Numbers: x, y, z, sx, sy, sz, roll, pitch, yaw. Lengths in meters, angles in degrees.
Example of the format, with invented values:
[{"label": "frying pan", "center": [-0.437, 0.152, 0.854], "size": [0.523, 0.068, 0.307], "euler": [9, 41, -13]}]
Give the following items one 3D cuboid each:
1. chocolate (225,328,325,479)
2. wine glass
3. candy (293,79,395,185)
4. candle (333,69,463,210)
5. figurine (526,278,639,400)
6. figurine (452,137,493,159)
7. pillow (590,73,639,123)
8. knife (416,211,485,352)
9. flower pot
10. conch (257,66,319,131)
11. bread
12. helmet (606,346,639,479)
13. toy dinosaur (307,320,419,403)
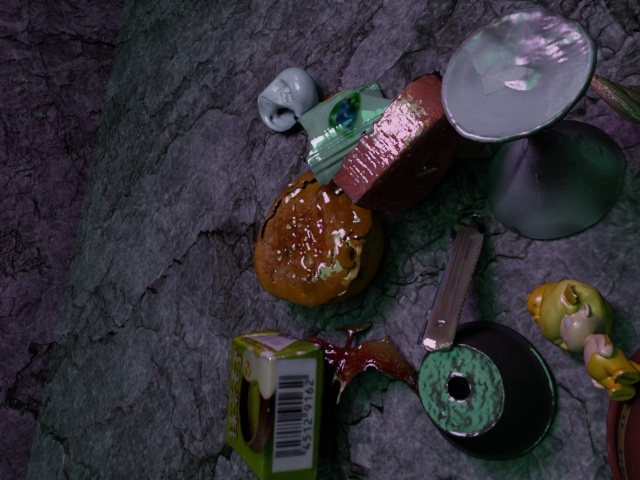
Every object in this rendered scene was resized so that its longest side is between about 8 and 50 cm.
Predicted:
[{"label": "chocolate", "center": [-0.120, 0.378, 1.027], "size": [0.288, 0.136, 0.301], "euler": [-4, 80, 60]}, {"label": "wine glass", "center": [0.375, -0.179, 0.748], "size": [0.267, 0.406, 0.267], "euler": [-11, 70, 31]}, {"label": "candy", "center": [0.069, -0.309, 1.120], "size": [0.262, 0.172, 0.398], "euler": [-24, 24, 8]}, {"label": "candle", "center": [0.169, -0.164, 0.886], "size": [0.287, 0.317, 0.131], "euler": [-29, 66, -17]}, {"label": "figurine", "center": [0.449, 0.152, 0.732], "size": [0.131, 0.156, 0.246], "euler": [-9, 33, 4]}, {"label": "figurine", "center": [0.328, -0.248, 0.989], "size": [0.137, 0.125, 0.125], "euler": [6, 79, 28]}, {"label": "pillow", "center": [0.568, -0.242, 0.760], "size": [0.034, 0.211, 0.135], "euler": [-60, 44, 46]}, {"label": "knife", "center": [0.271, 0.076, 0.878], "size": [0.089, 0.043, 0.365], "euler": [-8, 40, 38]}, {"label": "flower pot", "center": [0.286, 0.278, 0.818], "size": [0.268, 0.166, 0.269], "euler": [-14, 65, 34]}, {"label": "conch", "center": [-0.099, -0.441, 1.369], "size": [0.221, 0.120, 0.185], "euler": [-13, 71, 41]}, {"label": "bread", "center": [0.002, 0.001, 1.099], "size": [0.358, 0.204, 0.337], "euler": [11, 84, 42]}, {"label": "helmet", "center": [0.567, 0.291, 0.563], "size": [0.337, 0.230, 0.385], "euler": [0, 77, 38]}, {"label": "toy dinosaur", "center": [0.056, 0.306, 1.039], "size": [0.327, 0.113, 0.207], "euler": [-24, 36, 17]}]
